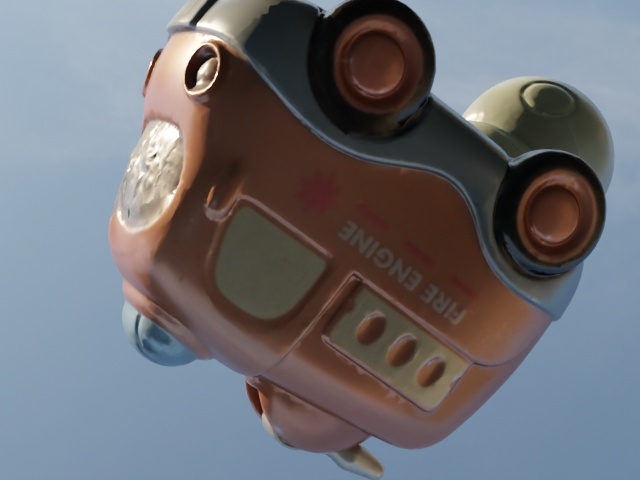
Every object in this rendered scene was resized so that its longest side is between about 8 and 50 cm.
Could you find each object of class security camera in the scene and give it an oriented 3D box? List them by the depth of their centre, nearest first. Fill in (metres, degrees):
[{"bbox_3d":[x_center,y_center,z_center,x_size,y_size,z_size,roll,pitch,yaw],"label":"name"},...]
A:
[{"bbox_3d":[0.227,-0.078,1.257,0.236,0.194,0.194,-34,-115,-31],"label":"security camera"}]

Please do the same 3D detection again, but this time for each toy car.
[{"bbox_3d":[0.000,0.000,0.620,0.270,0.180,0.212,37,-97,-21],"label":"toy car"}]
